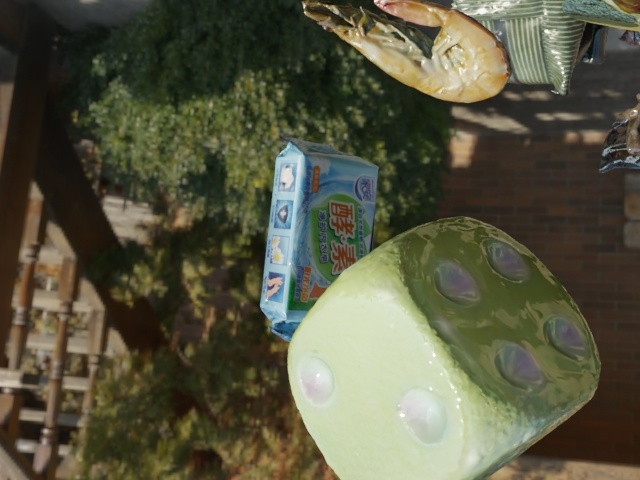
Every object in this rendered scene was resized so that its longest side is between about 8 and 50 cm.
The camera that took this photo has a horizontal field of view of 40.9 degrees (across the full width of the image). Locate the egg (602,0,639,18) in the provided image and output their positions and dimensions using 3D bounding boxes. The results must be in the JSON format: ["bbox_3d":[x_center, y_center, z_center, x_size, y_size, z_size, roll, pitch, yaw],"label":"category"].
[{"bbox_3d":[0.344,-0.314,0.830,0.169,0.231,0.169,26,150,16],"label":"egg"}]

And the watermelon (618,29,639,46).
[{"bbox_3d":[0.515,-0.331,1.241,0.098,0.121,0.158,-34,148,-14],"label":"watermelon"}]

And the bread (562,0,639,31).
[{"bbox_3d":[0.399,-0.275,1.046,0.193,0.036,0.112,14,-168,20],"label":"bread"}]

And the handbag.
[{"bbox_3d":[0.332,-0.366,1.327,0.247,0.240,0.341,7,-153,31],"label":"handbag"}]

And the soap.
[{"bbox_3d":[0.000,0.000,1.243,0.156,0.293,0.077,4,-178,-37],"label":"soap"}]

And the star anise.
[{"bbox_3d":[0.444,-0.142,1.004,0.236,0.109,0.223,-16,167,40],"label":"star anise"}]

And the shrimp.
[{"bbox_3d":[0.094,-0.211,0.899,0.236,0.053,0.133,24,165,-11],"label":"shrimp"}]

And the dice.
[{"bbox_3d":[0.133,0.144,0.966,0.252,0.250,0.254,-12,149,-46],"label":"dice"}]
